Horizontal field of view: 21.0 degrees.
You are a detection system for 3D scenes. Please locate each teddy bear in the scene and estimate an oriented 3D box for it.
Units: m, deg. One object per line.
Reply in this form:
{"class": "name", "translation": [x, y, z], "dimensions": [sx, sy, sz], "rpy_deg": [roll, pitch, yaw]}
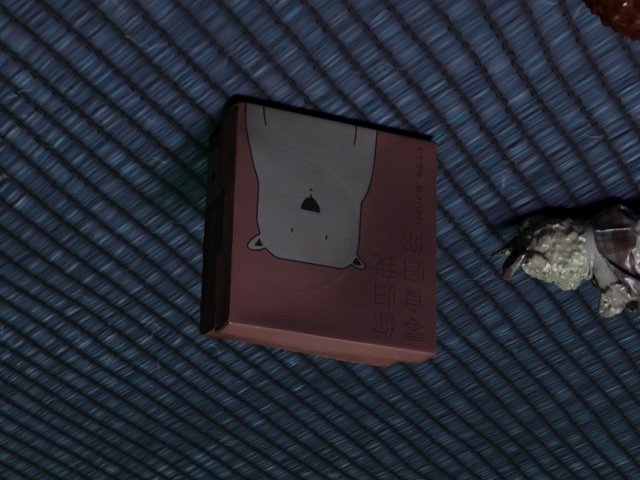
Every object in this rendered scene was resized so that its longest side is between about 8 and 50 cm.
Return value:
{"class": "teddy bear", "translation": [0.292, 0.016, 1.750], "dimensions": [0.213, 0.133, 0.111], "rpy_deg": [16, 129, -8]}

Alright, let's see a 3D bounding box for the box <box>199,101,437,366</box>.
{"class": "box", "translation": [0.000, 0.000, 1.586], "dimensions": [0.215, 0.215, 0.086], "rpy_deg": [10, 161, -24]}

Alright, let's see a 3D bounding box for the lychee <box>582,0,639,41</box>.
{"class": "lychee", "translation": [0.257, -0.226, 1.222], "dimensions": [0.194, 0.194, 0.194], "rpy_deg": [-3, 152, -1]}
